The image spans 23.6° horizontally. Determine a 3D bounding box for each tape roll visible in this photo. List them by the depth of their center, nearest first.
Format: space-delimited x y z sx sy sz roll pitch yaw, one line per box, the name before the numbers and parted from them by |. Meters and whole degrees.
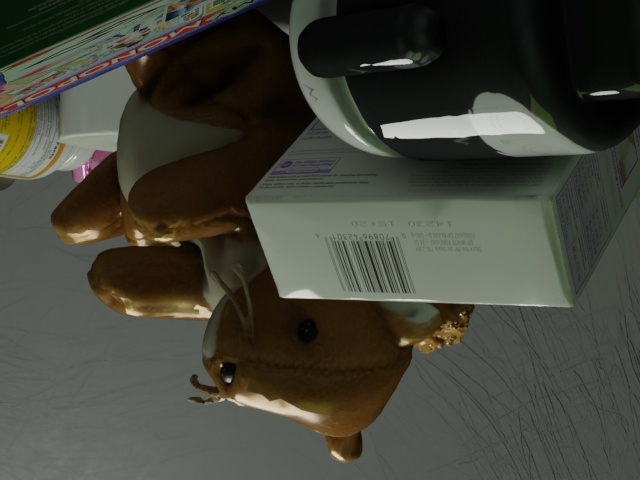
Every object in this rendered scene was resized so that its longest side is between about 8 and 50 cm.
tape roll | -0.155 -0.155 1.749 0.286 0.100 0.286 3 178 0

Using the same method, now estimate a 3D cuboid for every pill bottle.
pill bottle | -0.372 -0.142 1.799 0.136 0.136 0.246 1 178 29

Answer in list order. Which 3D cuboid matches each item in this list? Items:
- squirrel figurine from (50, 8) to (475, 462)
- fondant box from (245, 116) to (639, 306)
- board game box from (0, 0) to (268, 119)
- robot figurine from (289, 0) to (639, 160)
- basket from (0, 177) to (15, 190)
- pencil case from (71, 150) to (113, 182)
squirrel figurine | 0.000 0.000 1.351 0.397 0.281 0.370 -1 -138 -39
fondant box | 0.128 -0.083 1.166 0.238 0.096 0.330 1 -145 31
board game box | -0.179 -0.140 1.056 0.317 0.046 0.213 -25 180 -6
robot figurine | 0.108 -0.140 0.981 0.278 0.173 0.209 0 154 43
basket | -0.546 -0.134 2.150 0.204 0.154 0.227 2 -178 44
pencil case | -0.144 -0.113 2.087 0.386 0.160 0.167 3 170 -6
